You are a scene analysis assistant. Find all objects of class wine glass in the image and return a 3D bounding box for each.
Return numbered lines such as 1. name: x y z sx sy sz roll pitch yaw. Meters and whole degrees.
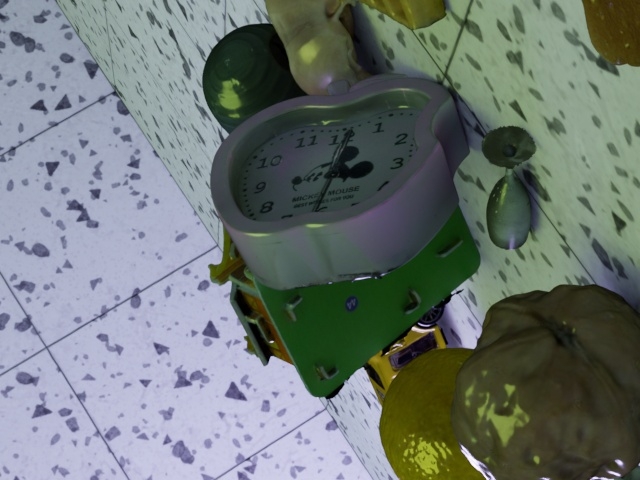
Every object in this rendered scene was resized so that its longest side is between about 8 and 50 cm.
1. wine glass: 0.228 -0.058 1.917 0.066 0.066 0.198 51 165 29

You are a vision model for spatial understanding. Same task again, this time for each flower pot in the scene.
1. flower pot: -0.077 -0.224 2.352 0.243 0.157 0.189 28 -145 -55

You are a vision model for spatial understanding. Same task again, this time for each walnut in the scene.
1. walnut: 0.279 0.176 1.831 0.227 0.273 0.273 16 150 17

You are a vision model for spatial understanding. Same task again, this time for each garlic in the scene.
1. garlic: -0.007 -0.280 2.197 0.217 0.110 0.228 56 167 27

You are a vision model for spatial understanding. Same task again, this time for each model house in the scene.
1. model house: 0.000 0.000 2.238 0.313 0.357 0.242 24 147 51

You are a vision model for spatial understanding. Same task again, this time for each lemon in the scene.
1. lemon: 0.214 0.284 2.347 0.267 0.267 0.267 54 166 20

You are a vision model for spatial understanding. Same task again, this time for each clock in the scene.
1. clock: 0.022 -0.082 2.013 0.338 0.338 0.102 41 161 52

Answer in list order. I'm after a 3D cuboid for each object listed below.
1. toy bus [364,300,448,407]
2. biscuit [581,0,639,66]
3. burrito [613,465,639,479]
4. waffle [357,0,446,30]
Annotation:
1. toy bus: 0.147 0.197 2.585 0.145 0.151 0.331 42 159 58
2. biscuit: 0.264 -0.249 1.417 0.239 0.041 0.212 59 173 -3
3. burrito: 0.461 0.358 1.946 0.144 0.089 0.229 49 172 -23
4. waffle: 0.045 -0.381 1.884 0.248 0.055 0.221 40 157 55
